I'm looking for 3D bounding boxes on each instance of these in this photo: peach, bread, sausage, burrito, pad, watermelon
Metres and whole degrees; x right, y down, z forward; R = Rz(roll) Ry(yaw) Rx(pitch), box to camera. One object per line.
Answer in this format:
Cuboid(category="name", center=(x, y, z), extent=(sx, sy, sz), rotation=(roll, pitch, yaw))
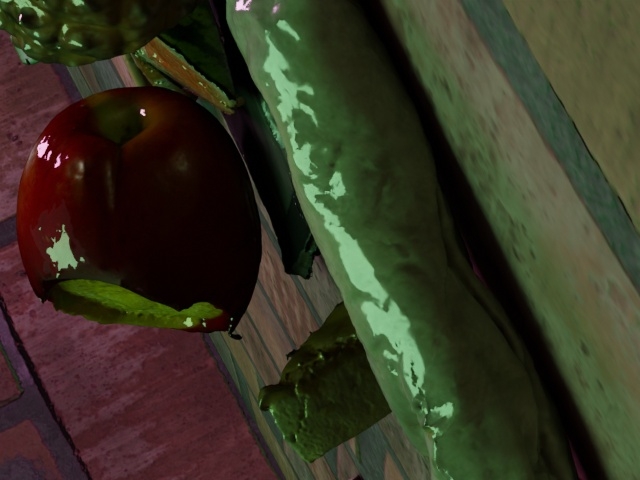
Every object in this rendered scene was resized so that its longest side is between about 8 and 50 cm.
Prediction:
Cuboid(category="peach", center=(-0.137, 0.000, 1.429), extent=(0.196, 0.190, 0.226), rotation=(48, 151, 50))
Cuboid(category="bread", center=(0.004, 0.113, 1.419), extent=(0.084, 0.109, 0.080), rotation=(61, 170, -19))
Cuboid(category="sausage", center=(-0.208, -0.209, 2.032), extent=(0.024, 0.024, 0.132), rotation=(55, 168, 45))
Cuboid(category="burrito", center=(0.045, 0.015, 0.926), extent=(0.117, 0.076, 0.392), rotation=(-125, 11, -84))
Cuboid(category="pad", center=(-0.039, -0.069, 1.362), extent=(0.233, 0.022, 0.174), rotation=(104, 144, -77))
Cuboid(category="watermelon", center=(-0.096, -0.142, 1.307), extent=(0.119, 0.063, 0.245), rotation=(58, 171, -12))

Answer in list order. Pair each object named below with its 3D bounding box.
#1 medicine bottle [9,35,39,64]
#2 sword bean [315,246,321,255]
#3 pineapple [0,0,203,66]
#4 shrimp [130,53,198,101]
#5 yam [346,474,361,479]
Cuboid(category="medicine bottle", center=(-0.357, -0.346, 2.148), extent=(0.274, 0.133, 0.133), rotation=(66, 172, -13))
Cuboid(category="sword bean", center=(0.000, 0.000, 1.401), extent=(0.012, 0.012, 0.083), rotation=(62, 171, 11))
Cuboid(category="pineapple", center=(-0.158, -0.267, 1.022), extent=(0.169, 0.169, 0.340), rotation=(54, 165, 49))
Cuboid(category="shrimp", center=(-0.194, -0.247, 1.673), extent=(0.222, 0.054, 0.290), rotation=(57, 177, 39))
Cuboid(category="yam", center=(0.063, 0.328, 2.031), extent=(0.145, 0.032, 0.032), rotation=(64, 172, 3))
